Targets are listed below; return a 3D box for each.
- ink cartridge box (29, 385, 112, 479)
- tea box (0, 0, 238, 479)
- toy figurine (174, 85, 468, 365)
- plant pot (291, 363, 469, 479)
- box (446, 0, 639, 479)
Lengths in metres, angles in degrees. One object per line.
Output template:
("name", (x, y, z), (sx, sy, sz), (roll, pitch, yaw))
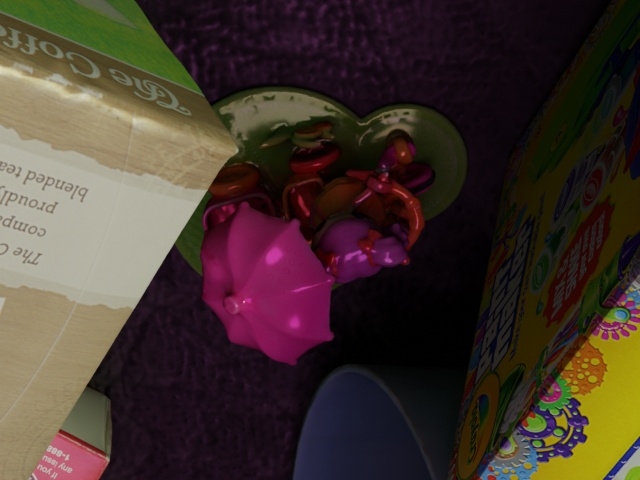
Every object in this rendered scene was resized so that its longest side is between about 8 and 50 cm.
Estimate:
("ink cartridge box", (-0.250, 0.163, 0.946), (0.172, 0.100, 0.237), (29, 101, -15))
("tea box", (-0.266, -0.079, 0.683), (0.329, 0.323, 0.220), (18, 114, -38))
("toy figurine", (0.000, 0.000, 0.870), (0.173, 0.159, 0.130), (-13, 113, 3))
("plant pot", (0.135, 0.204, 0.902), (0.235, 0.293, 0.293), (-3, 114, -18))
("box", (0.207, -0.015, 0.748), (0.177, 0.290, 0.279), (25, 128, -6))
